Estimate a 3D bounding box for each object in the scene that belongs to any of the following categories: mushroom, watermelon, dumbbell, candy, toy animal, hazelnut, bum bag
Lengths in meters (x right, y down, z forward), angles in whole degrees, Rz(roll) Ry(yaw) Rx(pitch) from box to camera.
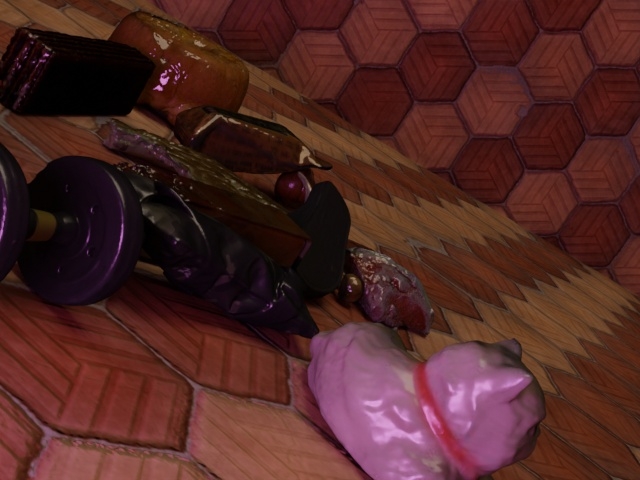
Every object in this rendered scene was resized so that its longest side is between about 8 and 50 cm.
[{"bbox_3d":[0.002,0.001,1.636,0.043,0.068,0.306,26,23,-33],"label":"mushroom"},{"bbox_3d":[0.105,0.080,1.583,0.187,0.071,0.139,39,23,-4],"label":"watermelon"},{"bbox_3d":[-0.265,-0.015,0.922,0.143,0.143,0.325,39,14,26],"label":"dumbbell"},{"bbox_3d":[-0.120,-0.165,1.806,0.271,0.101,0.143,8,20,-26],"label":"candy"},{"bbox_3d":[0.113,0.153,1.135,0.266,0.188,0.308,25,16,5],"label":"toy animal"},{"bbox_3d":[-0.042,-0.097,1.878,0.086,0.086,0.086,31,13,-8],"label":"hazelnut"},{"bbox_3d":[-0.112,0.031,1.191,0.144,0.095,0.340,44,3,42],"label":"bum bag"}]

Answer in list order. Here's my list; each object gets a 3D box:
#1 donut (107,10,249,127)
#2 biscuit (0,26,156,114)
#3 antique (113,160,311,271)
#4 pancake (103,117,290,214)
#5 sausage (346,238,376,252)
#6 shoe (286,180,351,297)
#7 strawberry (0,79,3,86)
[{"bbox_3d":[-0.275,-0.322,2.012,0.299,0.150,0.317,23,16,-24],"label":"donut"},{"bbox_3d":[-0.373,-0.256,1.628,0.073,0.107,0.388,35,13,7],"label":"biscuit"},{"bbox_3d":[-0.155,-0.016,1.292,0.310,0.093,0.087,18,19,-45],"label":"antique"},{"bbox_3d":[-0.161,-0.072,1.585,0.377,0.054,0.197,31,12,1],"label":"pancake"},{"bbox_3d":[0.019,0.004,1.739,0.177,0.040,0.047,26,15,-21],"label":"sausage"},{"bbox_3d":[-0.024,0.007,1.516,0.108,0.093,0.241,58,27,-23],"label":"shoe"},{"bbox_3d":[-0.461,-0.178,1.175,0.174,0.098,0.228,32,10,-5],"label":"strawberry"}]
